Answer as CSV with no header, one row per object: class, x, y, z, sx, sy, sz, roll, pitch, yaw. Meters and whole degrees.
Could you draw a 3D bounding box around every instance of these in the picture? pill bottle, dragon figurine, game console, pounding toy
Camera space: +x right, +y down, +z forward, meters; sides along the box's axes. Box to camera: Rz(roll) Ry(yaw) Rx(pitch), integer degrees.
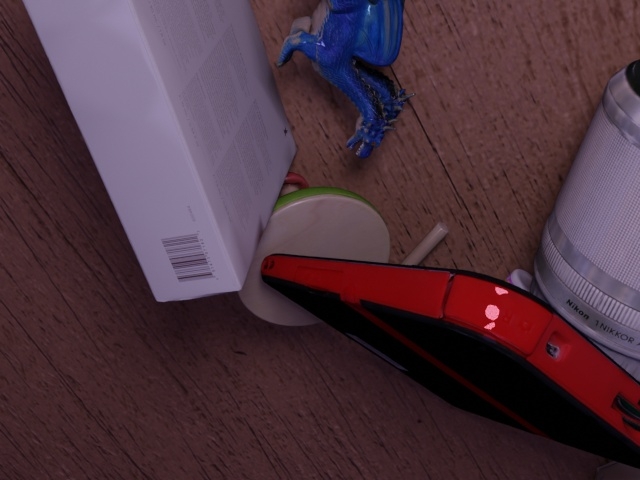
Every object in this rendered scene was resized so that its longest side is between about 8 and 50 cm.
pill bottle,0.219,0.075,1.099,0.043,0.043,0.083,34,122,-11
dragon figurine,0.043,-0.224,0.919,0.144,0.085,0.289,15,124,2
game console,0.163,0.122,0.973,0.386,0.060,0.342,37,164,-36
pounding toy,0.000,0.000,1.078,0.236,0.110,0.183,13,121,-30

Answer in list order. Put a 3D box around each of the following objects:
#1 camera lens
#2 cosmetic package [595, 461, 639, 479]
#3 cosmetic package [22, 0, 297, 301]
camera lens,0.345,-0.025,0.904,0.219,0.219,0.274,16,124,1
cosmetic package,0.510,0.374,1.157,0.309,0.113,0.160,21,154,-3
cosmetic package,-0.138,-0.177,0.867,0.097,0.284,0.377,-8,120,18
